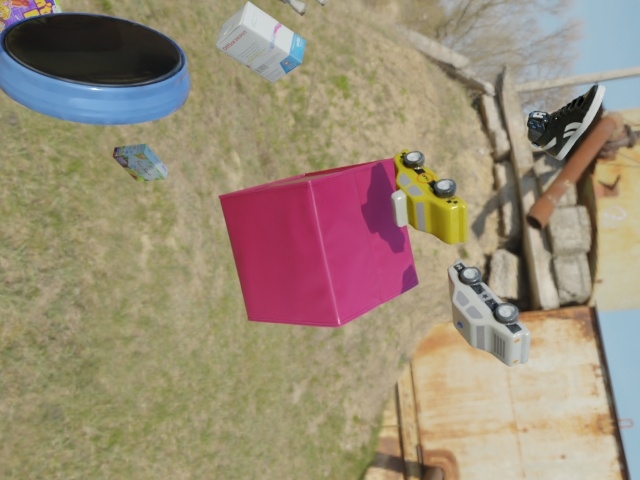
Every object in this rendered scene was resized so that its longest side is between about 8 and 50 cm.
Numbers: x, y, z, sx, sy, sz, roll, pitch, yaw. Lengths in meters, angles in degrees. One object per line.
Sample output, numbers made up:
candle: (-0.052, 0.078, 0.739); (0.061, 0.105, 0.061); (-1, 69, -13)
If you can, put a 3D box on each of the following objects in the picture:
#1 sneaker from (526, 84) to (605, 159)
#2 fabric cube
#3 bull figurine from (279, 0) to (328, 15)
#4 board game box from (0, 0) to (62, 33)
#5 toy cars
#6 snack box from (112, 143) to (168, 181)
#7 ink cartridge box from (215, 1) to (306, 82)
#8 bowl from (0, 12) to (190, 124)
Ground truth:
sneaker: (0.542, -0.280, 1.397); (0.079, 0.121, 0.217); (-58, 170, -34)
fabric cube: (0.000, 0.000, 1.189); (0.259, 0.254, 0.258); (-20, 101, -44)
bull figurine: (-0.065, -0.475, 1.033); (0.188, 0.101, 0.310); (30, 6, -24)
board game box: (-0.799, -0.623, 1.554); (0.078, 0.233, 0.347); (48, -26, 40)
toy cars: (0.201, 0.030, 0.988); (0.393, 0.087, 0.176); (65, -10, 6)
snack box: (-0.516, -0.222, 1.768); (0.141, 0.100, 0.037); (60, 27, -61)
ink cartridge box: (-0.100, -0.329, 1.027); (0.122, 0.088, 0.052); (24, 64, -33)
bowl: (-0.467, -0.373, 1.285); (0.391, 0.391, 0.077); (-84, -171, -52)
